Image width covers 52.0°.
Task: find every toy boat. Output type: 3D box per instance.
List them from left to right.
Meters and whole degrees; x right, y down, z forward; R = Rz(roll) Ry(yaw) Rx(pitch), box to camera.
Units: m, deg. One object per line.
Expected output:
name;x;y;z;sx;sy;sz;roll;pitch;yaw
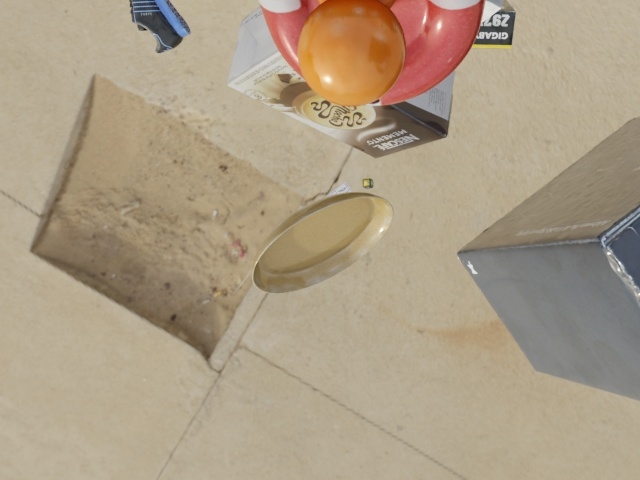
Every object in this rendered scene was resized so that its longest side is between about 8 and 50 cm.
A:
toy boat;0.022;-0.145;0.377;0.151;0.151;0.231;2;160;12

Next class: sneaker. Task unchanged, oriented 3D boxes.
sneaker;-0.381;-0.515;1.409;0.090;0.081;0.232;-33;97;12

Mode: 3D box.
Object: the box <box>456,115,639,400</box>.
box;0.554;-0.009;1.050;0.472;0.480;0.297;-34;93;-9

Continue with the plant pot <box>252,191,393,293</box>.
plant pot;0.000;0.000;0.987;0.236;0.236;0.032;-43;61;27

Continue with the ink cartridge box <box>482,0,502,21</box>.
ink cartridge box;0.262;-0.409;1.163;0.063;0.115;0.029;17;76;-19

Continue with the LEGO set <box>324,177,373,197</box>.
LEGO set;0.049;-0.047;1.627;0.244;0.060;0.182;-36;67;17

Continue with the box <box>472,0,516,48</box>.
box;0.266;-0.475;1.401;0.257;0.322;0.079;4;117;7

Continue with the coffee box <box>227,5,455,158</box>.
coffee box;0.037;-0.242;0.978;0.297;0.118;0.168;20;161;-33
